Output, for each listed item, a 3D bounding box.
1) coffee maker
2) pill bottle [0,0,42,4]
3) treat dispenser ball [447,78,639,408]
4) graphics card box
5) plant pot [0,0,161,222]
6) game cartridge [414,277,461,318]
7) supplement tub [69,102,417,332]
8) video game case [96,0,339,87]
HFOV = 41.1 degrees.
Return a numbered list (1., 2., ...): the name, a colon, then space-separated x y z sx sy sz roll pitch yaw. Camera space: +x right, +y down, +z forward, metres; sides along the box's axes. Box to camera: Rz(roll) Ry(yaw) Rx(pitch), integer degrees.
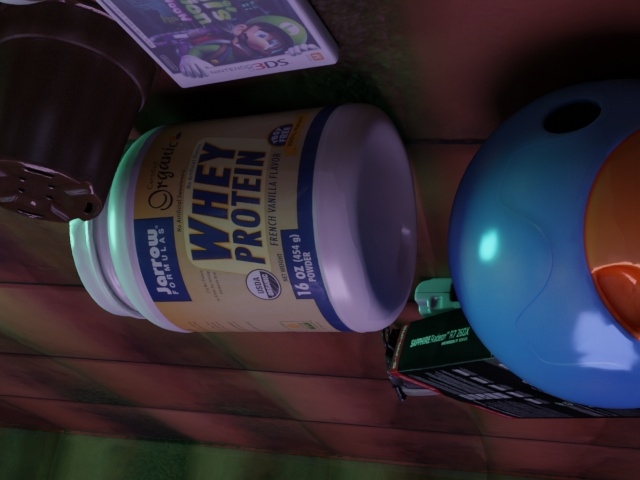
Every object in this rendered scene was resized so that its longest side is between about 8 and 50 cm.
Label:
1. coffee maker: 0.210 0.207 1.458 0.178 0.120 0.171 -4 153 24
2. pill bottle: -0.187 -0.229 0.566 0.229 0.131 0.131 -4 154 27
3. treat dispenser ball: 0.258 0.003 0.756 0.288 0.288 0.288 7 157 3
4. graphics card box: 0.269 0.174 1.195 0.232 0.094 0.371 22 164 -10
5. plant pot: -0.251 -0.116 0.807 0.167 0.165 0.167 7 156 3
6. game cartridge: 0.309 0.112 1.294 0.294 0.060 0.196 -2 151 22
7. supplement tub: -0.076 -0.017 0.897 0.316 0.228 0.228 -3 154 23
8. video game case: -0.099 -0.202 0.739 0.173 0.022 0.190 -4 154 25
